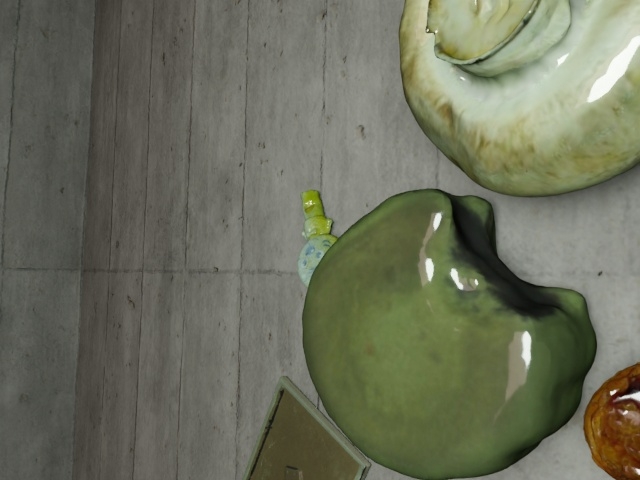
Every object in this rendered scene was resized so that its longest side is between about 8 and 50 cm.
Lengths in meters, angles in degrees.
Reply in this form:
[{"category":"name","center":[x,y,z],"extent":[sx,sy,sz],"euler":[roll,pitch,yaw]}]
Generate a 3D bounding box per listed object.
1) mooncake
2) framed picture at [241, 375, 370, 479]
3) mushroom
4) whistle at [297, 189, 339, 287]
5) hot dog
[{"category":"mooncake","center":[0.145,0.118,0.629],"extent":[0.351,0.187,0.351],"euler":[-4,83,41]},{"category":"framed picture","center":[-0.052,0.464,0.913],"extent":[0.247,0.022,0.335],"euler":[33,109,42]},{"category":"mushroom","center":[0.230,-0.222,0.518],"extent":[0.352,0.260,0.352],"euler":[-6,83,51]},{"category":"whistle","center":[0.000,0.000,0.886],"extent":[0.104,0.057,0.198],"euler":[-27,60,29]},{"category":"hot dog","center":[0.370,0.205,0.448],"extent":[0.227,0.099,0.160],"euler":[37,111,36]}]
